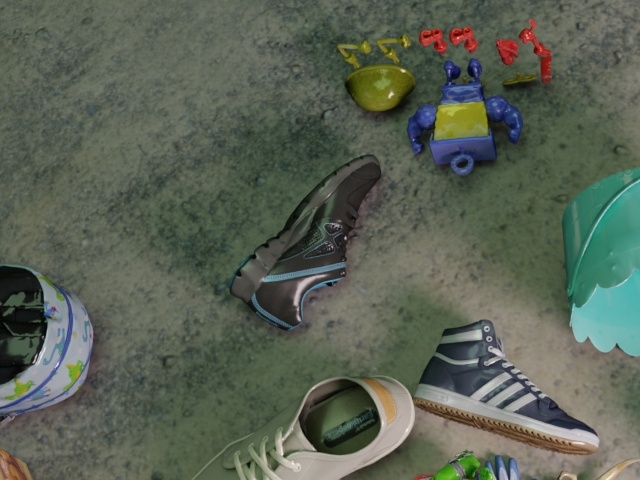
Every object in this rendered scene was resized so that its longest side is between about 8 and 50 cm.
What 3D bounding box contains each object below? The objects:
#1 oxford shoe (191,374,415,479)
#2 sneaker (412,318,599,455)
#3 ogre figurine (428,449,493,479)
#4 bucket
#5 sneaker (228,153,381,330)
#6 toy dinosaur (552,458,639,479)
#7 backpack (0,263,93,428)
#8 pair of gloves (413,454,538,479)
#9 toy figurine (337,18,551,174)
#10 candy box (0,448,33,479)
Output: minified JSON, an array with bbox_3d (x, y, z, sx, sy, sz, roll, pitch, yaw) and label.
[{"bbox_3d":[-0.065,0.339,1.581,0.449,0.130,0.169,-34,65,6],"label":"oxford shoe"},{"bbox_3d":[0.290,0.214,1.585,0.282,0.099,0.153,14,70,23],"label":"sneaker"},{"bbox_3d":[0.203,0.401,1.496,0.118,0.097,0.197,-15,74,-13],"label":"ogre figurine"},{"bbox_3d":[0.485,0.029,1.539,0.281,0.281,0.183,-10,58,9],"label":"bucket"},{"bbox_3d":[0.000,0.000,1.772,0.140,0.125,0.341,42,75,-1],"label":"sneaker"},{"bbox_3d":[0.376,0.372,1.522,0.093,0.053,0.183,32,82,9],"label":"toy dinosaur"},{"bbox_3d":[-0.554,0.170,1.747,0.356,0.273,0.290,-21,56,28],"label":"backpack"},{"bbox_3d":[0.230,0.402,1.550,0.198,0.023,0.159,-15,62,7],"label":"pair of gloves"},{"bbox_3d":[0.206,-0.214,1.775,0.363,0.191,0.217,-4,68,13],"label":"toy figurine"},{"bbox_3d":[-0.461,0.462,1.597,0.087,0.183,0.316,-32,61,-3],"label":"candy box"}]
